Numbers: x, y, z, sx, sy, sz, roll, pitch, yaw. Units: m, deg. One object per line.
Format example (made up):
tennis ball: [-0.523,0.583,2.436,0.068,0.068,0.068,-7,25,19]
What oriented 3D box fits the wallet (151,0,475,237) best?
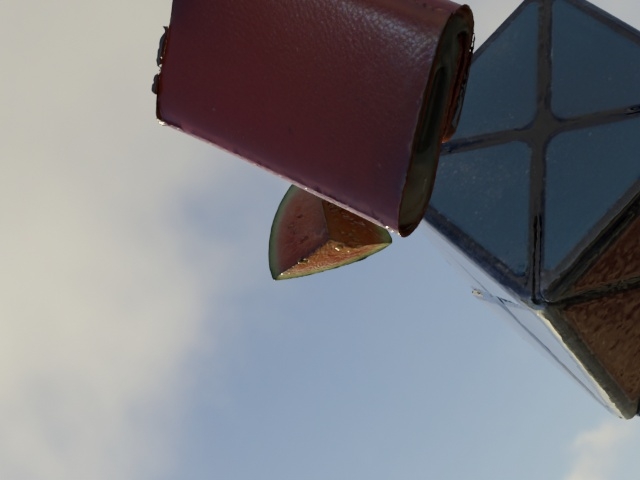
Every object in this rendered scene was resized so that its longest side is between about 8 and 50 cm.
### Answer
wallet: [-0.009,-0.103,1.050,0.045,0.204,0.142,-14,-58,-50]

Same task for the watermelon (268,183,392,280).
watermelon: [0.000,0.000,1.922,0.135,0.125,0.094,-46,14,0]

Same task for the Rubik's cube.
Rubik's cube: [0.239,-0.036,1.571,0.259,0.260,0.255,-48,-42,-5]
